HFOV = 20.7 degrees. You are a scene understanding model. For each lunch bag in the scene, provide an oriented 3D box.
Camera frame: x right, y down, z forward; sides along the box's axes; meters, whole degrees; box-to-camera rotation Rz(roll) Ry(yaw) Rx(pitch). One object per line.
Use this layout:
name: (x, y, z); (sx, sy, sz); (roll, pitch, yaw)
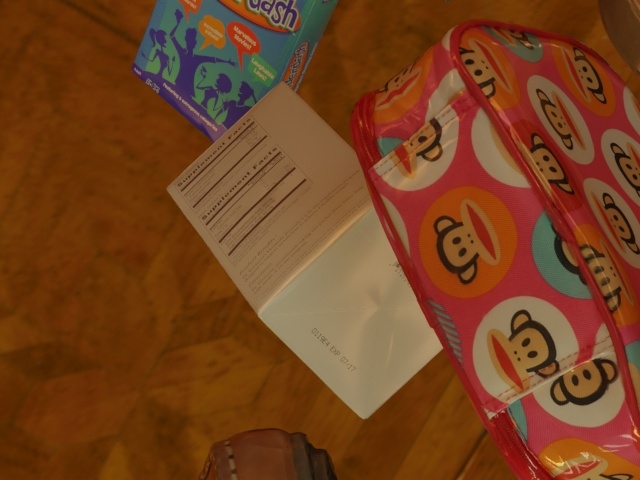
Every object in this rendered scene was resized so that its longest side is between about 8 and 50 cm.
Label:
lunch bag: (0.167, 0.009, 1.077); (0.120, 0.258, 0.293); (-36, 70, 33)

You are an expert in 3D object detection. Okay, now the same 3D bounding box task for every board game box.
board game box: (-0.081, -0.200, 1.643); (0.160, 0.047, 0.210); (40, 128, 20)

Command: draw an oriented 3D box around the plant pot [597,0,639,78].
plant pot: (0.413, -0.263, 1.580); (0.263, 0.263, 0.229); (34, 143, 8)

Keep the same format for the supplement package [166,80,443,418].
supplement package: (0.000, 0.000, 1.356); (0.134, 0.244, 0.139); (-43, 122, 1)

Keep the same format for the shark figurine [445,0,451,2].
shark figurine: (0.183, -0.348, 1.533); (0.166, 0.116, 0.278); (2, 74, 16)

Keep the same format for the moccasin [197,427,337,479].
moccasin: (-0.087, 0.205, 0.779); (0.147, 0.139, 0.380); (7, 146, -20)
